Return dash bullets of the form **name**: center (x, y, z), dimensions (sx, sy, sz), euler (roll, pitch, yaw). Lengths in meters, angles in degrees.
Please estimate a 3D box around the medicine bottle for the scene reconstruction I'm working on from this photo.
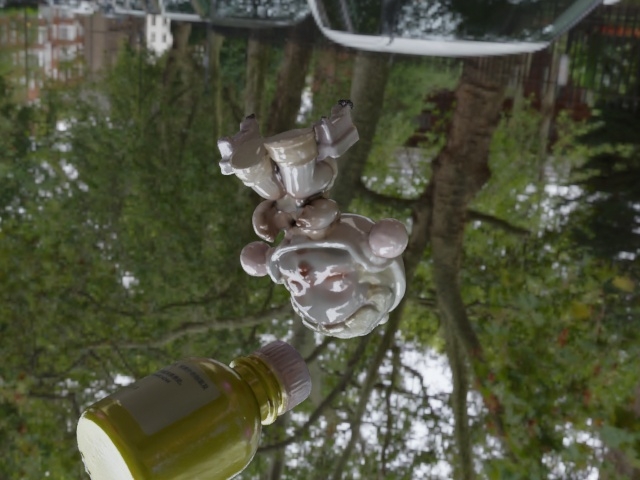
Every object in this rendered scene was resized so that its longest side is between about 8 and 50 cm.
- **medicine bottle**: center (-0.107, 0.167, 0.775), dimensions (0.212, 0.122, 0.121), euler (-25, -150, -38)

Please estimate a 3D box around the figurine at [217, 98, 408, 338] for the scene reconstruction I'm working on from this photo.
- **figurine**: center (-0.002, -0.004, 0.829), dimensions (0.181, 0.257, 0.144), euler (-16, -156, 10)
